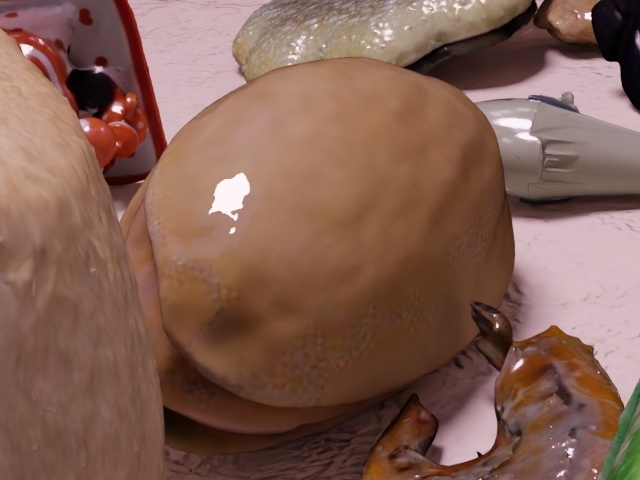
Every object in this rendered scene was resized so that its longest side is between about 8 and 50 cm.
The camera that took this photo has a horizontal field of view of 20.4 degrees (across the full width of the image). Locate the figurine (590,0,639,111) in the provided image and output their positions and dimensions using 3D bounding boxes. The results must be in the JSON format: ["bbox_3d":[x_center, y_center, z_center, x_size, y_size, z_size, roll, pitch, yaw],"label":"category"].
[{"bbox_3d":[0.347,-0.215,1.235,0.332,0.185,0.205,-8,59,-7],"label":"figurine"}]

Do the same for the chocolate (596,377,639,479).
[{"bbox_3d":[0.171,0.089,0.730,0.110,0.110,0.291,-1,23,20],"label":"chocolate"}]

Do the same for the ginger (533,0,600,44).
[{"bbox_3d":[0.243,-0.166,1.330,0.173,0.051,0.069,9,18,22],"label":"ginger"}]

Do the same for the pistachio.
[{"bbox_3d":[0.000,0.000,0.918,0.162,0.181,0.293,-44,-5,39],"label":"pistachio"}]

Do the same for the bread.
[{"bbox_3d":[0.056,-0.175,1.359,0.286,0.056,0.207,-18,23,14],"label":"bread"}]

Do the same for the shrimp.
[{"bbox_3d":[0.077,0.089,0.814,0.132,0.052,0.187,-7,27,6],"label":"shrimp"}]

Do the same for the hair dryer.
[{"bbox_3d":[0.187,-0.062,1.140,0.167,0.067,0.199,15,18,28],"label":"hair dryer"}]

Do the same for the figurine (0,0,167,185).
[{"bbox_3d":[-0.213,-0.039,1.123,0.183,0.160,0.226,-6,33,9],"label":"figurine"}]

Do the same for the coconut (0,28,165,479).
[{"bbox_3d":[-0.245,0.092,0.570,0.344,0.415,0.415,23,9,-28],"label":"coconut"}]
